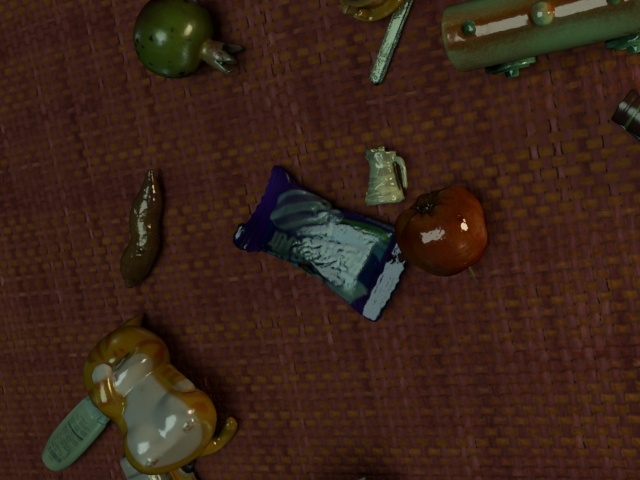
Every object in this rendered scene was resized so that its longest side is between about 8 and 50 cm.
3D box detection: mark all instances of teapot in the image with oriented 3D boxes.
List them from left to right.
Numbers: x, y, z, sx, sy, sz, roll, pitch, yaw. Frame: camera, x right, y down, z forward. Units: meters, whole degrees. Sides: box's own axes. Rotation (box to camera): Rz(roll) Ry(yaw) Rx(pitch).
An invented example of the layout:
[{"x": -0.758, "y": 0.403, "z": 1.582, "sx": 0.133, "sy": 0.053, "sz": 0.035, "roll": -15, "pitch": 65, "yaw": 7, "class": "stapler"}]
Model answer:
[{"x": 0.092, "y": -0.094, "z": 1.195, "sx": 0.067, "sy": 0.057, "sz": 0.083, "roll": -7, "pitch": 92, "yaw": 32, "class": "teapot"}]

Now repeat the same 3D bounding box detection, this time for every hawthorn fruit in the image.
[{"x": 0.170, "y": -0.011, "z": 1.143, "sx": 0.125, "sy": 0.140, "sz": 0.125, "roll": -29, "pitch": 52, "yaw": 44, "class": "hawthorn fruit"}]

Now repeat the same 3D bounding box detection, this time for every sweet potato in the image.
[{"x": -0.296, "y": -0.014, "z": 1.410, "sx": 0.065, "sy": 0.051, "sz": 0.218, "roll": 25, "pitch": 111, "yaw": 23, "class": "sweet potato"}]

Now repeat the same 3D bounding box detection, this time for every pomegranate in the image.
[{"x": -0.200, "y": -0.308, "z": 1.264, "sx": 0.159, "sy": 0.129, "sz": 0.129, "roll": -2, "pitch": 100, "yaw": 8, "class": "pomegranate"}]

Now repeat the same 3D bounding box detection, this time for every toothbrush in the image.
[{"x": 0.123, "y": -0.348, "z": 1.142, "sx": 0.026, "sy": 0.028, "sz": 0.294, "roll": 29, "pitch": 117, "yaw": 20, "class": "toothbrush"}]

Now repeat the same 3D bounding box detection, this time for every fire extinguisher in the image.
[{"x": 0.429, "y": -0.120, "z": 1.022, "sx": 0.158, "sy": 0.043, "sz": 0.064, "roll": 41, "pitch": 145, "yaw": 14, "class": "fire extinguisher"}]

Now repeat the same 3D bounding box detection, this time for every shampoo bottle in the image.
[{"x": -0.451, "y": 0.357, "z": 1.569, "sx": 0.212, "sy": 0.049, "sz": 0.072, "roll": -44, "pitch": 76, "yaw": 28, "class": "shampoo bottle"}]

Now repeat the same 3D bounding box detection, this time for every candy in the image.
[{"x": 0.000, "y": 0.000, "z": 1.256, "sx": 0.275, "sy": 0.070, "sz": 0.145, "roll": 28, "pitch": 104, "yaw": 22, "class": "candy"}]

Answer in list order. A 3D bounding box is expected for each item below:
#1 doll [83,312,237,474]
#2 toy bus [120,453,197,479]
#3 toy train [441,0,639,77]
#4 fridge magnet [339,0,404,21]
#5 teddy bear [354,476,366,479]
[{"x": -0.285, "y": 0.257, "z": 1.394, "sx": 0.166, "sy": 0.162, "sz": 0.269, "roll": -40, "pitch": 75, "yaw": -5, "class": "doll"}, {"x": -0.251, "y": 0.463, "z": 1.457, "sx": 0.092, "sy": 0.106, "sz": 0.268, "roll": -28, "pitch": 86, "yaw": 26, "class": "toy bus"}, {"x": 0.279, "y": -0.264, "z": 0.993, "sx": 0.285, "sy": 0.177, "sz": 0.116, "roll": -6, "pitch": 97, "yaw": 29, "class": "toy train"}, {"x": 0.068, "y": -0.369, "z": 1.136, "sx": 0.143, "sy": 0.063, "sz": 0.143, "roll": 9, "pitch": 102, "yaw": 46, "class": "fridge magnet"}, {"x": -0.041, "y": 0.576, "z": 1.267, "sx": 0.362, "sy": 0.327, "sz": 0.375, "roll": -29, "pitch": 47, "yaw": 45, "class": "teddy bear"}]
